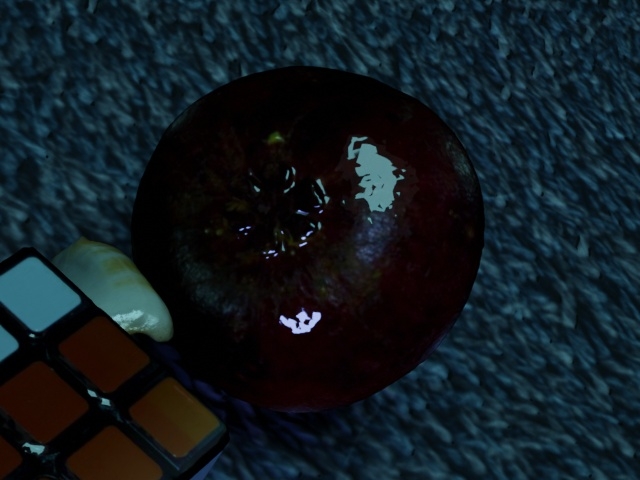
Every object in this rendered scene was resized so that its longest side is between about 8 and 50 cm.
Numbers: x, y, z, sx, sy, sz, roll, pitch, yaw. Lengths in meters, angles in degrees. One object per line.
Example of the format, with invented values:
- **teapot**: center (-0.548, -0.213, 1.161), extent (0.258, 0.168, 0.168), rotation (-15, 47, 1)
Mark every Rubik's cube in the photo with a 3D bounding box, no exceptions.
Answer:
- **Rubik's cube**: center (-0.175, 0.133, 0.819), extent (0.160, 0.162, 0.163), rotation (41, 44, 9)

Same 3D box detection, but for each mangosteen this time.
- **mangosteen**: center (0.000, 0.000, 1.036), extent (0.235, 0.235, 0.261), rotation (48, 5, 17)

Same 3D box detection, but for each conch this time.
- **conch**: center (-0.139, 0.065, 0.957), extent (0.094, 0.104, 0.176), rotation (5, 35, -3)
